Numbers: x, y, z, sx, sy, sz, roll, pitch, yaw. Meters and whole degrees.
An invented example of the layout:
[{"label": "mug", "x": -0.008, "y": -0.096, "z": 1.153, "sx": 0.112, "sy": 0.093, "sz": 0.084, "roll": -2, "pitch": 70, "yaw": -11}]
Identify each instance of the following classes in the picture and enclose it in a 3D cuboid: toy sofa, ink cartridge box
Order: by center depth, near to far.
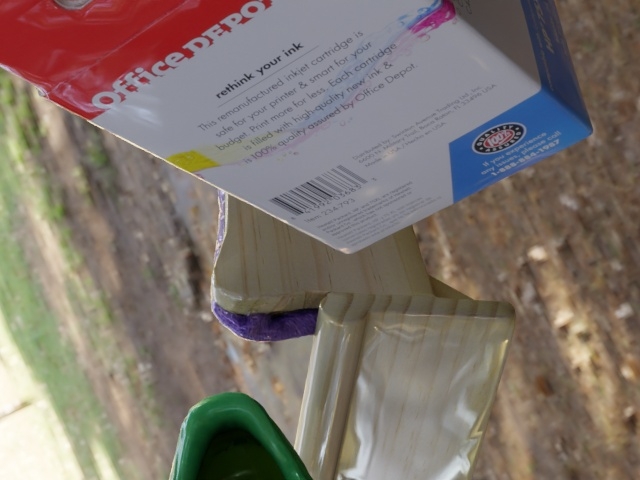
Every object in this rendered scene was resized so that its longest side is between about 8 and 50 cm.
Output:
[{"label": "ink cartridge box", "x": -0.013, "y": -0.086, "z": 0.459, "sx": 0.134, "sy": 0.231, "sz": 0.078, "roll": -27, "pitch": 55, "yaw": 30}, {"label": "toy sofa", "x": 0.000, "y": 0.000, "z": 0.835, "sx": 0.362, "sy": 0.177, "sz": 0.150, "roll": -101, "pitch": 17, "yaw": -54}]

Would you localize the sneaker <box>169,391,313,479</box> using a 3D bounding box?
[{"label": "sneaker", "x": -0.028, "y": 0.198, "z": 0.547, "sx": 0.123, "sy": 0.109, "sz": 0.295, "roll": 79, "pitch": 172, "yaw": -48}]
